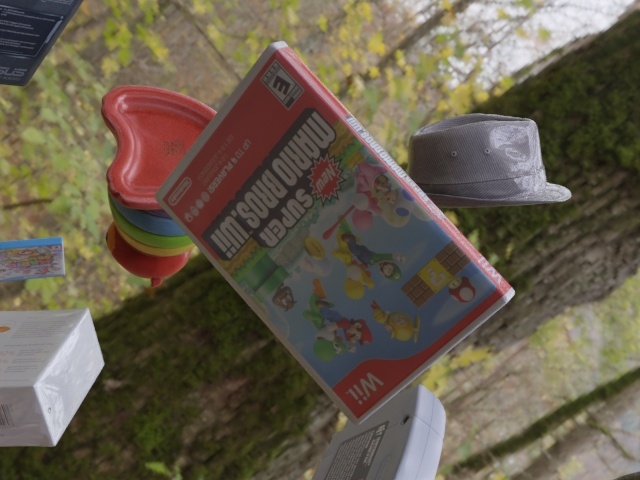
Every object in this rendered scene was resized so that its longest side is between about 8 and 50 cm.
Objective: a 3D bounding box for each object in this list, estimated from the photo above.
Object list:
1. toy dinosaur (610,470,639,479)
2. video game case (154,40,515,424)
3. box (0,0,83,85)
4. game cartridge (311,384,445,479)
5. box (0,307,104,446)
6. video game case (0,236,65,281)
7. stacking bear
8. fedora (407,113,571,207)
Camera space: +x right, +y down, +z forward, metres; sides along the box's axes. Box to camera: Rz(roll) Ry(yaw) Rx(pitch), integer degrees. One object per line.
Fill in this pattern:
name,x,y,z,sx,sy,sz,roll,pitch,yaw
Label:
toy dinosaur,0.222,0.204,0.617,0.121,0.314,0.160,47,19,-16
video game case,0.000,0.000,0.809,0.285,0.204,0.025,48,33,6
box,-0.257,-0.196,0.622,0.059,0.183,0.233,54,29,18
game cartridge,0.042,0.301,1.052,0.060,0.196,0.294,39,46,-9
box,-0.362,0.165,1.142,0.170,0.130,0.091,-70,155,-61
video game case,-0.499,0.034,1.591,0.166,0.119,0.015,123,-42,-65
stacking bear,-0.215,-0.047,1.246,0.289,0.164,0.175,117,-33,-55
fedora,0.246,-0.129,1.444,0.244,0.276,0.124,-45,133,-71
